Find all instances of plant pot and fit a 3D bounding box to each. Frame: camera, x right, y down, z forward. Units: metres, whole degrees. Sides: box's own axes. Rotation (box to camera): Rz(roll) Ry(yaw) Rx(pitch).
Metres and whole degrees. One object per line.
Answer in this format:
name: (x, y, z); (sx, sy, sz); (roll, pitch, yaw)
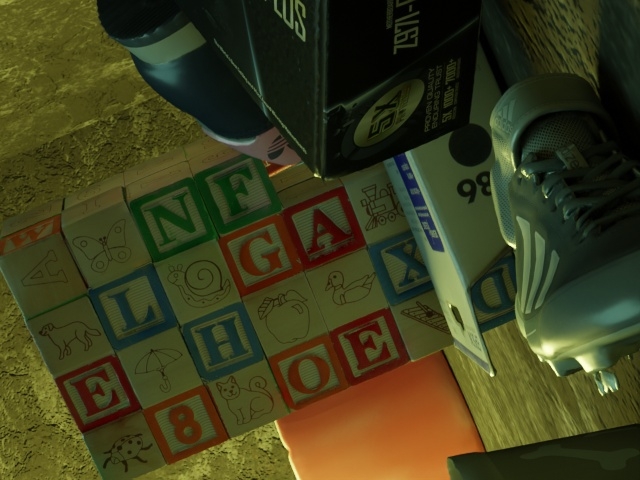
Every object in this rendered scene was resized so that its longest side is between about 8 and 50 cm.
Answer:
plant pot: (0.077, 0.263, 1.938); (0.275, 0.243, 0.275); (157, 90, -89)

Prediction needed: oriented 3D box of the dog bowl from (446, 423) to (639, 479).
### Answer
dog bowl: (0.175, 0.246, 0.670); (0.349, 0.102, 0.349); (157, 90, -89)

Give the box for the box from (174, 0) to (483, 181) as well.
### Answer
box: (-0.010, -0.141, 0.598); (0.180, 0.077, 0.147); (53, 155, 35)

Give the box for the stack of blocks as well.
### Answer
stack of blocks: (-0.035, 0.016, 0.909); (0.087, 0.297, 0.171); (-118, 6, -72)

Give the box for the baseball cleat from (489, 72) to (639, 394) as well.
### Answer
baseball cleat: (0.088, -0.008, 0.477); (0.206, 0.072, 0.109); (118, 136, -84)

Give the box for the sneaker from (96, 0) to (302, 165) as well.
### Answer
sneaker: (-0.062, -0.147, 0.854); (0.131, 0.112, 0.319); (49, -163, -28)

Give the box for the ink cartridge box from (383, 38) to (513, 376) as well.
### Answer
ink cartridge box: (0.048, -0.096, 0.773); (0.165, 0.065, 0.333); (-142, 30, -87)

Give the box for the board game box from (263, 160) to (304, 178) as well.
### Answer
board game box: (-0.058, -0.043, 1.177); (0.027, 0.281, 0.145); (63, 179, 7)
